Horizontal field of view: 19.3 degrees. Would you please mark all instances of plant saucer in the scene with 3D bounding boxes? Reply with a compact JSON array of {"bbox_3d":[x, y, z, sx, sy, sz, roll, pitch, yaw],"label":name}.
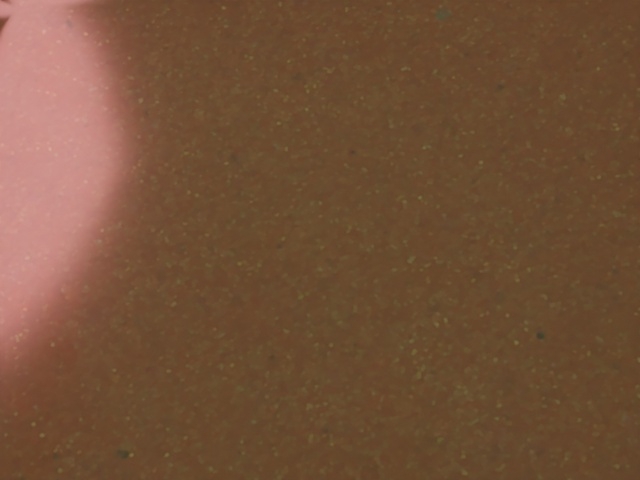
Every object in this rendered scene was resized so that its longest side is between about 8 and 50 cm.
[{"bbox_3d":[0.000,0.000,0.458,0.259,0.048,0.258,-2,60,7],"label":"plant saucer"}]
